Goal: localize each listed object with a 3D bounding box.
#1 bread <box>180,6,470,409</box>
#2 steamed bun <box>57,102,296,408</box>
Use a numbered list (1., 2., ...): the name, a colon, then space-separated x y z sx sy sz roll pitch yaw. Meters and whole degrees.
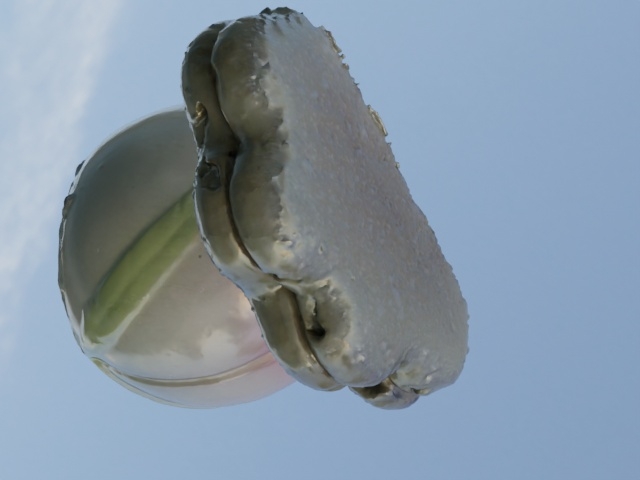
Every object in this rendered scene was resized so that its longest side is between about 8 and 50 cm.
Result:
1. bread: -0.004 0.000 1.098 0.102 0.337 0.183 -17 -155 33
2. steamed bun: -0.070 0.014 1.400 0.309 0.309 0.309 -24 -130 32
